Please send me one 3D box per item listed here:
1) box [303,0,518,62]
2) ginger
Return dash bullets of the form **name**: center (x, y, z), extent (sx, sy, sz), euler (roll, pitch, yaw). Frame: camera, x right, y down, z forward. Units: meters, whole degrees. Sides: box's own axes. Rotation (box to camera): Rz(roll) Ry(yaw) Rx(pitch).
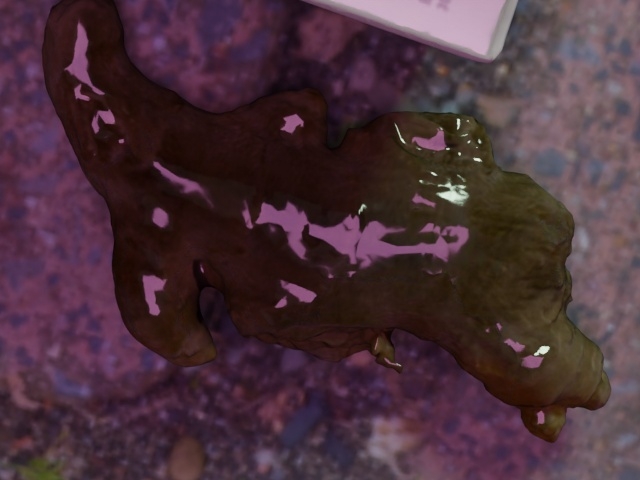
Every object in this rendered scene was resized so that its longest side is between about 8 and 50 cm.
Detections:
- **box**: center (-0.073, -0.201, 0.693), extent (0.341, 0.225, 0.143), euler (18, 99, -5)
- **ginger**: center (0.002, 0.001, 0.809), extent (0.333, 0.080, 0.166), euler (19, 89, -7)
